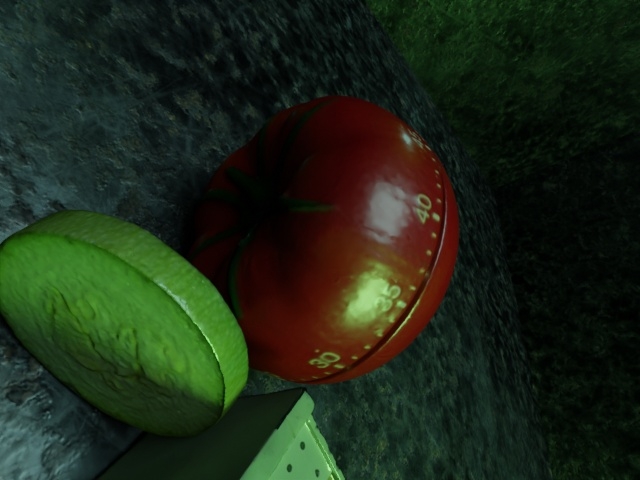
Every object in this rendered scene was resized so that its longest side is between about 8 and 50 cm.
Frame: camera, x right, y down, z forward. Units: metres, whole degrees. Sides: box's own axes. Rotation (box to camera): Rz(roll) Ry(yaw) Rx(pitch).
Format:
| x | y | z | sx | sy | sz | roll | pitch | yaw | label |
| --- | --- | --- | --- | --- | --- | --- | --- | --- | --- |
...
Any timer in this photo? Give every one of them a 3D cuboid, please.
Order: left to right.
| x | y | z | sx | sy | sz | roll | pitch | yaw | label |
| --- | --- | --- | --- | --- | --- | --- | --- | --- | --- |
| 0.000 | 0.000 | 0.595 | 0.279 | 0.378 | 0.378 | 30 | 47 | -34 | timer |

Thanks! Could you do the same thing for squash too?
| x | y | z | sx | sy | sz | roll | pitch | yaw | label |
| --- | --- | --- | --- | --- | --- | --- | --- | --- | --- |
| -0.182 | 0.088 | 0.402 | 0.252 | 0.252 | 0.049 | 56 | 36 | -16 | squash |

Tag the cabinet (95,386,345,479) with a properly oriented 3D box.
| x | y | z | sx | sy | sz | roll | pitch | yaw | label |
| --- | --- | --- | --- | --- | --- | --- | --- | --- | --- |
| -0.090 | 0.362 | 0.391 | 0.318 | 0.227 | 0.290 | 63 | 32 | -9 | cabinet |
